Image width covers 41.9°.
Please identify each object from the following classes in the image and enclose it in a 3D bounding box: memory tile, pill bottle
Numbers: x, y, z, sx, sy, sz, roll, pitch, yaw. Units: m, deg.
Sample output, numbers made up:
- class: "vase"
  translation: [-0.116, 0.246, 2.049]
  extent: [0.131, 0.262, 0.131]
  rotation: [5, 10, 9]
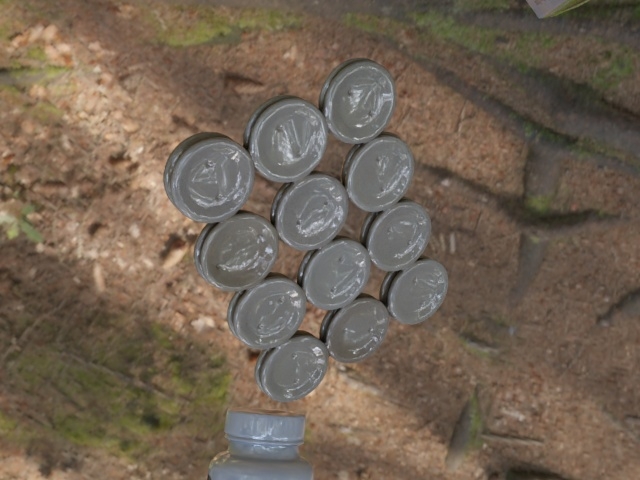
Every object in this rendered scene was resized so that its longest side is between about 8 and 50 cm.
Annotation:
- class: "memory tile"
  translation: [0.000, 0.000, 0.381]
  extent: [0.012, 0.113, 0.148]
  rotation: [37, 153, 51]
- class: "pill bottle"
  translation: [-0.064, 0.271, 0.862]
  extent: [0.112, 0.186, 0.112]
  rotation: [5, 173, 1]

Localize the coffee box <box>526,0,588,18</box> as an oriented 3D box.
- class: "coffee box"
  translation: [0.160, -0.338, 0.365]
  extent: [0.338, 0.338, 0.334]
  rotation: [-36, 93, 14]
